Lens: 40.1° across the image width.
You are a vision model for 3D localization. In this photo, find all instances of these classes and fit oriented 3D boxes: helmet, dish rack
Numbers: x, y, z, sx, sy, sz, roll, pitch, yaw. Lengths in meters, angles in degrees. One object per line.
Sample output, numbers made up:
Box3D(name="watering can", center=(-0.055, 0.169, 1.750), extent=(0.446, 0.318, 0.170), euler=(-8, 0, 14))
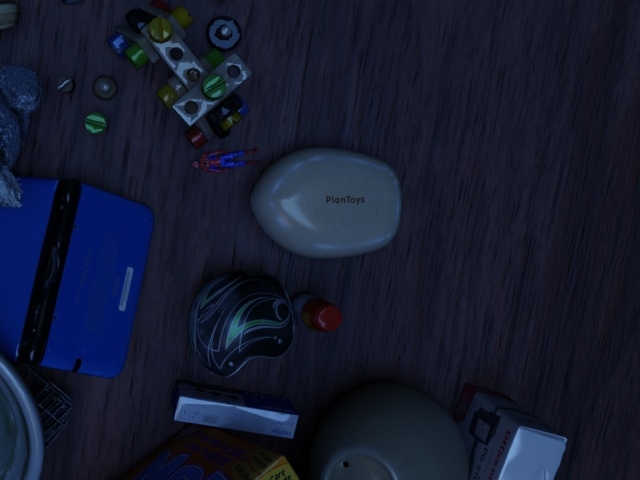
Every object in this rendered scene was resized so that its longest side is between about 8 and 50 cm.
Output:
Box3D(name="helmet", center=(-0.141, 0.137, 1.458), extent=(0.162, 0.169, 0.169), euler=(-10, 101, -28))
Box3D(name="dish rack", center=(-0.552, 0.252, 1.428), extent=(0.208, 0.074, 0.271), euler=(-44, 107, -2))

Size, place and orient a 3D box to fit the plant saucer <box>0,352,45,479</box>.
Box3D(name="plant saucer", center=(-0.601, 0.274, 1.315), extent=(0.401, 0.100, 0.400), euler=(0, 108, 1))

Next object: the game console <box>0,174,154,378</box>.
Box3D(name="game console", center=(-0.436, 0.056, 1.408), extent=(0.250, 0.173, 0.293), euler=(22, 73, -45))

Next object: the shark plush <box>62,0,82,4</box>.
Box3D(name="shark plush", center=(-0.348, -0.403, 1.377), extent=(0.161, 0.067, 0.073), euler=(6, 96, -14))

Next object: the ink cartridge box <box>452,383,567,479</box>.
Box3D(name="ink cartridge box", center=(0.314, 0.378, 1.557), extent=(0.100, 0.237, 0.171), euler=(19, 93, -15))

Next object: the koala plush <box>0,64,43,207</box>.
Box3D(name="koala plush", center=(-0.511, -0.126, 1.274), extent=(0.196, 0.221, 0.203), euler=(3, 132, -19))

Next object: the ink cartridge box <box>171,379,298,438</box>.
Box3D(name="ink cartridge box", center=(-0.150, 0.290, 1.511), extent=(0.207, 0.097, 0.046), euler=(12, 95, -14))

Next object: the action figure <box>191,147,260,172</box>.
Box3D(name="action figure", center=(-0.161, -0.135, 1.482), extent=(0.115, 0.030, 0.038), euler=(-8, 105, -10))

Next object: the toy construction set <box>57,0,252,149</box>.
Box3D(name="toy construction set", center=(-0.244, -0.253, 1.336), extent=(0.309, 0.237, 0.257), euler=(-15, 101, -10))

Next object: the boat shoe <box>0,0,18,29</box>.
Box3D(name="boat shoe", center=(-0.585, -0.288, 1.330), extent=(0.285, 0.104, 0.089), euler=(-20, 107, 1))

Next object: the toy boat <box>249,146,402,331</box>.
Box3D(name="toy boat", center=(0.000, 0.000, 1.493), extent=(0.268, 0.148, 0.318), euler=(5, 89, -19))

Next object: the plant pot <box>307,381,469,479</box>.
Box3D(name="plant pot", center=(0.093, 0.392, 1.470), extent=(0.284, 0.191, 0.284), euler=(0, 89, 19))

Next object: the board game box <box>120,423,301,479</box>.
Box3D(name="board game box", center=(-0.175, 0.552, 1.361), extent=(0.356, 0.356, 0.356), euler=(-38, 106, -25))
